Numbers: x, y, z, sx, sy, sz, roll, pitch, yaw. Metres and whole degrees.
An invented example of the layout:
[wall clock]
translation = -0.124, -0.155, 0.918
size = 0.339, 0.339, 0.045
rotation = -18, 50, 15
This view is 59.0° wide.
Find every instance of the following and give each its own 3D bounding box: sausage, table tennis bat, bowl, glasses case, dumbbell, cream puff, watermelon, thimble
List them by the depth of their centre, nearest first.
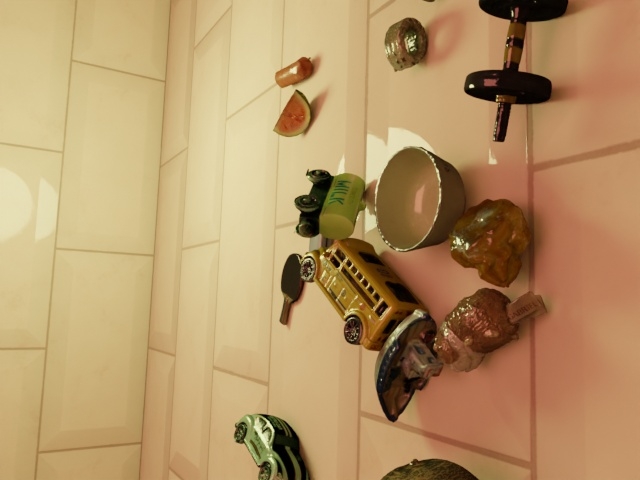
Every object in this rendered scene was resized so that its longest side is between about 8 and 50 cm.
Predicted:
[dumbbell]
translation = 0.325, -0.328, 0.946
size = 0.143, 0.143, 0.325
rotation = 18, 101, 59
[cream puff]
translation = 0.299, 0.005, 0.972
size = 0.146, 0.116, 0.146
rotation = -35, 18, 13
[bowl]
translation = 0.210, -0.076, 1.129
size = 0.211, 0.112, 0.211
rotation = -18, 69, 57
[thimble]
translation = 0.188, -0.431, 1.251
size = 0.062, 0.084, 0.110
rotation = -3, 81, 59
[glasses case]
translation = 0.000, 0.000, 1.535
size = 0.067, 0.045, 0.178
rotation = 3, 87, 59
[table tennis bat]
translation = -0.092, 0.145, 1.693
size = 0.130, 0.019, 0.220
rotation = 27, 107, 59
[watermelon]
translation = -0.069, -0.380, 1.701
size = 0.163, 0.087, 0.069
rotation = -51, 13, 41
[sausage]
translation = -0.077, -0.518, 1.744
size = 0.169, 0.065, 0.065
rotation = -1, 85, 59

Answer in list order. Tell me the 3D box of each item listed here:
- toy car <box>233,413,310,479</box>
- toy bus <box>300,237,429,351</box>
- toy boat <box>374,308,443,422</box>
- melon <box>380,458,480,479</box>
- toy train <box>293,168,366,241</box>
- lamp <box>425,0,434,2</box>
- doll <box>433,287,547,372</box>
[toy car]
translation = -0.125, 0.576, 1.574
size = 0.125, 0.136, 0.306
rotation = -59, 34, 0
[toy bus]
translation = 0.092, 0.104, 1.271
size = 0.151, 0.145, 0.331
rotation = -61, 40, 20
[toy boat]
translation = 0.177, 0.258, 1.119
size = 0.115, 0.114, 0.262
rotation = -114, 34, -47
[melon]
translation = 0.194, 0.526, 0.922
size = 0.248, 0.249, 0.329
rotation = -28, 68, 55
[toy train]
translation = 0.030, -0.086, 1.335
size = 0.253, 0.157, 0.105
rotation = -71, -15, -56
[lamp]
translation = 0.133, -0.650, 1.203
size = 0.047, 0.267, 0.269
rotation = -35, 56, 57
[doll]
translation = 0.280, 0.146, 0.977
size = 0.221, 0.105, 0.115
rotation = -52, 36, 46
